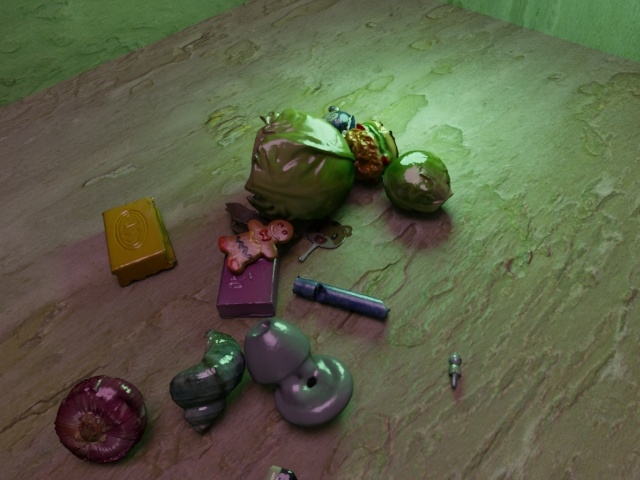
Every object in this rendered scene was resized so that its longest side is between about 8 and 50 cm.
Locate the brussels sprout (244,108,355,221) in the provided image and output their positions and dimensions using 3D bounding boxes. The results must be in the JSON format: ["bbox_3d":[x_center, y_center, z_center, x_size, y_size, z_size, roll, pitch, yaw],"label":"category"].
[{"bbox_3d":[-0.056,-0.263,1.658,0.362,0.342,0.425,11,51,0],"label":"brussels sprout"}]

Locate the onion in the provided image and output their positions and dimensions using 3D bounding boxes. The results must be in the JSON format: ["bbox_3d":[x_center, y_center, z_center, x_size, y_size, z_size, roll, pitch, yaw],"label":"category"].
[{"bbox_3d":[-0.551,0.447,1.214,0.230,0.229,0.163,0,13,7],"label":"onion"}]

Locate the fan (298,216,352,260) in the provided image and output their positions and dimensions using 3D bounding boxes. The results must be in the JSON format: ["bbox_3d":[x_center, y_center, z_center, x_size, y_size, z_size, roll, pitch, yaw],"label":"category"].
[{"bbox_3d":[0.000,0.000,1.640,0.153,0.008,0.226,27,56,26],"label":"fan"}]

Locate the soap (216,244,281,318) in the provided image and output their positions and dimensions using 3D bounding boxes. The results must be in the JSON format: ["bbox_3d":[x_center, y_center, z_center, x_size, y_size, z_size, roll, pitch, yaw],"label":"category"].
[{"bbox_3d":[-0.227,0.121,1.514,0.181,0.081,0.259,-2,49,5],"label":"soap"}]

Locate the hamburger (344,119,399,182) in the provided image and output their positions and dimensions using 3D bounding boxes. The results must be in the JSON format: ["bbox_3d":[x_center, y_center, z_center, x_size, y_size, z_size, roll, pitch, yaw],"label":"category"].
[{"bbox_3d":[0.171,-0.323,1.754,0.149,0.237,0.237,-28,51,-28],"label":"hamburger"}]

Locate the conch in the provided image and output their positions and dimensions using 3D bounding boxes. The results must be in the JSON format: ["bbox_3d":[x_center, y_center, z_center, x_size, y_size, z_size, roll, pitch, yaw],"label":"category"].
[{"bbox_3d":[-0.303,0.370,1.254,0.196,0.220,0.276,12,68,-29],"label":"conch"}]

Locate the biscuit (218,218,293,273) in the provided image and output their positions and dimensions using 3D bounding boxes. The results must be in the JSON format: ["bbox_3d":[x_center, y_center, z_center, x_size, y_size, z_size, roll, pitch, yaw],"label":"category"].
[{"bbox_3d":[-0.203,0.000,1.521,0.250,0.036,0.165,-24,64,-15],"label":"biscuit"}]

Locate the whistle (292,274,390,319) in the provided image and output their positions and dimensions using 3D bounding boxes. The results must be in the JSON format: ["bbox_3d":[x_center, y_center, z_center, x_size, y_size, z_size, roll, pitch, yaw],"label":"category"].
[{"bbox_3d":[0.063,0.175,1.445,0.305,0.062,0.062,14,52,18],"label":"whistle"}]

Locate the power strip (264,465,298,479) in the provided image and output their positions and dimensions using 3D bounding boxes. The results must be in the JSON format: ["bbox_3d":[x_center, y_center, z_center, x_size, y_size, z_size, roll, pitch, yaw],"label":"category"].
[{"bbox_3d":[-0.122,0.641,1.028,0.070,0.105,0.256,8,50,16],"label":"power strip"}]

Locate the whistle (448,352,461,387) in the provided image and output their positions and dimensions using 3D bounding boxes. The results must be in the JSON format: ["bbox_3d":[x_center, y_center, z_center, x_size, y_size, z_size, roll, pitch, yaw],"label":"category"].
[{"bbox_3d":[0.365,0.350,1.271,0.035,0.035,0.100,6,52,12],"label":"whistle"}]

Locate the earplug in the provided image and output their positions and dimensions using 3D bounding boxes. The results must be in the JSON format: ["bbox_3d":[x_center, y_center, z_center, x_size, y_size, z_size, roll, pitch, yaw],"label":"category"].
[{"bbox_3d":[-0.066,0.342,1.239,0.326,0.175,0.214,38,57,19],"label":"earplug"}]

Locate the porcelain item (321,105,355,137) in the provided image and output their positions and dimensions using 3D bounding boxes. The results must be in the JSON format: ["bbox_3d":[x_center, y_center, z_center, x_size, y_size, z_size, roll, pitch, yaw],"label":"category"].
[{"bbox_3d":[0.003,-0.428,1.908,0.288,0.138,0.186,-3,56,29],"label":"porcelain item"}]

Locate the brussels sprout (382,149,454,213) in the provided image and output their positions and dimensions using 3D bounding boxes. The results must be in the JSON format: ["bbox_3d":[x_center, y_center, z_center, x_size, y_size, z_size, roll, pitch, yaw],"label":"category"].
[{"bbox_3d":[0.343,-0.203,1.653,0.245,0.244,0.243,-4,49,4],"label":"brussels sprout"}]

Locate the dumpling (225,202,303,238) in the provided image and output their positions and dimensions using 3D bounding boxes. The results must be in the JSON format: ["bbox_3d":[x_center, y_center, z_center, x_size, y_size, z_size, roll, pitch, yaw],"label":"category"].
[{"bbox_3d":[-0.237,-0.046,1.660,0.333,0.085,0.166,22,23,24],"label":"dumpling"}]

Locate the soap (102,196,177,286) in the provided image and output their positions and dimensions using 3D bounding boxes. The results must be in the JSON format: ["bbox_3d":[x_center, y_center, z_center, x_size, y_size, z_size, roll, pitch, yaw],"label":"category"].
[{"bbox_3d":[-0.652,-0.009,1.670,0.204,0.096,0.324,-22,50,-11],"label":"soap"}]
